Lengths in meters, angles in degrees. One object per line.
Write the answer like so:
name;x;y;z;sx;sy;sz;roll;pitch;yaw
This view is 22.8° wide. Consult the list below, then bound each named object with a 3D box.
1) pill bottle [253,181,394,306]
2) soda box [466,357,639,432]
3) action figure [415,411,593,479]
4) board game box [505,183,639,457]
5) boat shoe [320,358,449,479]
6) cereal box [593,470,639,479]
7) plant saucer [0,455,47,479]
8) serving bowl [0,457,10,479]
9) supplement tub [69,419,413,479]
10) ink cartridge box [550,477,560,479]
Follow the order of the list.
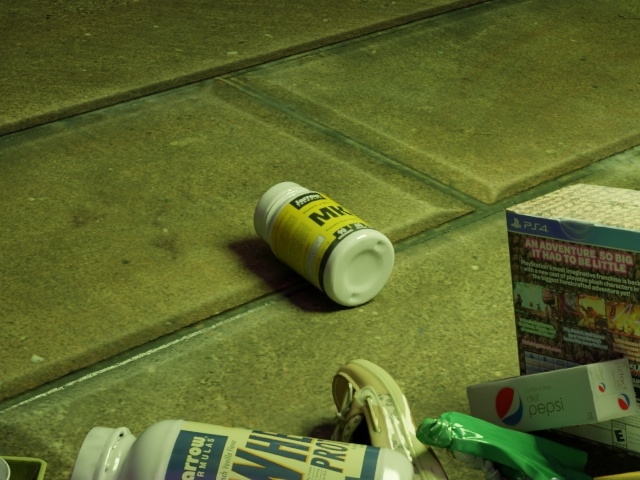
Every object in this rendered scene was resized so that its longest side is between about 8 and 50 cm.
pill bottle;0.000;0.000;2.295;0.119;0.119;0.208;-16;34;-33
soda box;0.274;0.190;1.906;0.074;0.069;0.216;-6;-8;-37
action figure;0.210;0.250;1.830;0.232;0.063;0.137;24;19;-21
board game box;0.367;0.095;1.936;0.141;0.291;0.232;-19;20;-37
boat shoe;0.065;0.241;1.865;0.089;0.104;0.285;-11;34;-18
cereal box;0.455;0.272;1.799;0.240;0.047;0.173;-3;-9;-33
plant saucer;-0.406;0.304;1.733;0.188;0.045;0.188;4;28;-1
serving bowl;-0.380;0.264;1.732;0.083;0.027;0.083;3;27;-2
supplement tub;-0.080;0.304;1.580;0.325;0.235;0.235;7;28;4
ink cartridge box;0.276;0.397;1.561;0.396;0.151;0.270;19;31;29
